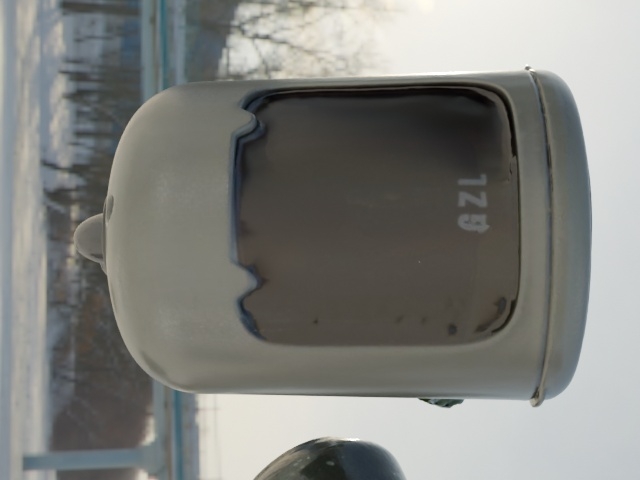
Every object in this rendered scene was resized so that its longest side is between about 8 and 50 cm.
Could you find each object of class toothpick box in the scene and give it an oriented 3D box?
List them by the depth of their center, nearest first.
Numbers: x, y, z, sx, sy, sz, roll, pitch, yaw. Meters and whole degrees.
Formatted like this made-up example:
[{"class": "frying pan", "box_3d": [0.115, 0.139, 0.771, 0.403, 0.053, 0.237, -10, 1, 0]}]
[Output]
[{"class": "toothpick box", "box_3d": [0.000, 0.000, 0.728, 0.229, 0.317, 0.228, -1, 90, -86]}]

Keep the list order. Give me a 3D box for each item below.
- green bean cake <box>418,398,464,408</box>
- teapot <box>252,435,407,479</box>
[{"class": "green bean cake", "box_3d": [0.059, 0.040, 1.173, 0.156, 0.250, 0.247, -54, -133, 8]}, {"class": "teapot", "box_3d": [0.053, 0.439, 1.347, 0.344, 0.253, 0.300, 45, -54, 44]}]
